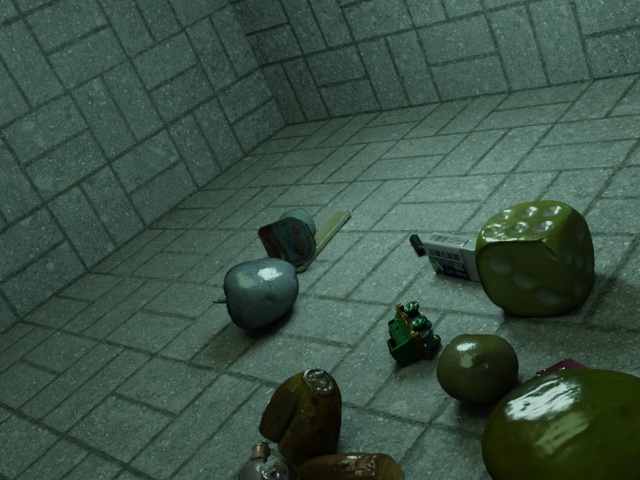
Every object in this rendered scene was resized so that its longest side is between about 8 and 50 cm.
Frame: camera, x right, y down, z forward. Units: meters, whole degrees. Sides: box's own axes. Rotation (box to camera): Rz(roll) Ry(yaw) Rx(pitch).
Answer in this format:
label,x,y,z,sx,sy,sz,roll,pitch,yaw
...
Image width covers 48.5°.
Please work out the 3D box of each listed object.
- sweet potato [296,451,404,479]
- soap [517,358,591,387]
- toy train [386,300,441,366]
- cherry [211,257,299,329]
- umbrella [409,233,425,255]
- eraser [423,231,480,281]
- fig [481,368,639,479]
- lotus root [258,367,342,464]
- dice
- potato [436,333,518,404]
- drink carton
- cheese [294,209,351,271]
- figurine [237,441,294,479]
label,x,y,z,sx,sy,sz,roll,pitch,yaw
sweet potato,0.058,0.504,1.551,0.252,0.097,0.097,-5,30,29
soap,0.536,0.345,1.424,0.162,0.099,0.250,-25,23,-18
toy train,0.238,0.252,1.914,0.136,0.091,0.227,-35,23,4
cherry,-0.212,0.171,2.356,0.296,0.218,0.255,-21,17,-5
umbrella,0.326,0.013,2.396,0.036,0.031,0.133,-22,23,4
eraser,0.413,0.049,2.119,0.068,0.124,0.210,-36,26,-25
fig,0.452,0.362,1.175,0.343,0.343,0.343,-21,24,10
lotus root,-0.032,0.402,1.676,0.188,0.180,0.199,19,27,-4
dice,0.560,0.043,1.851,0.238,0.233,0.227,-3,31,40
potato,0.360,0.289,1.639,0.178,0.160,0.235,17,14,1
drink carton,-0.098,-0.017,2.641,0.191,0.185,0.189,-22,11,17
cheese,-0.002,-0.002,2.742,0.085,0.034,0.400,-4,30,38
figurine,-0.134,0.569,1.557,0.200,0.133,0.276,-20,23,19
